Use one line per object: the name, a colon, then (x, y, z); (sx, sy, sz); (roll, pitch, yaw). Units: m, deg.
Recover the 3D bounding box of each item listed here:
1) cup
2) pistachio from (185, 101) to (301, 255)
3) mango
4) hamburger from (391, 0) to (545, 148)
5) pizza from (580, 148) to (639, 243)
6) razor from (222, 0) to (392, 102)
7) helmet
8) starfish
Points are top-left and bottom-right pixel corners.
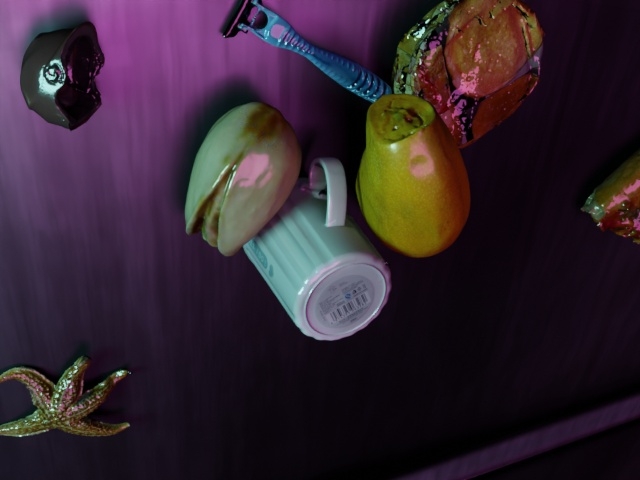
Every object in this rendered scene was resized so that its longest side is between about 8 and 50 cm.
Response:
cup: (-0.013, 0.009, 0.921); (0.167, 0.202, 0.221); (-28, 131, -8)
pistachio: (-0.105, -0.080, 0.855); (0.144, 0.144, 0.215); (13, 115, -32)
mango: (0.123, -0.071, 0.882); (0.144, 0.187, 0.359); (-26, 170, 0)
hamburger: (0.205, -0.245, 0.905); (0.231, 0.107, 0.231); (-12, 124, -18)
pizza: (0.740, -0.074, 1.272); (0.440, 0.130, 0.406); (-33, 129, 0)
razor: (-0.002, -0.240, 0.850); (0.253, 0.042, 0.082); (22, 111, -36)
helmet: (-0.293, -0.187, 0.723); (0.070, 0.098, 0.123); (12, 119, 4)
starfish: (-0.407, 0.264, 1.016); (0.238, 0.057, 0.213); (-32, 124, -2)
